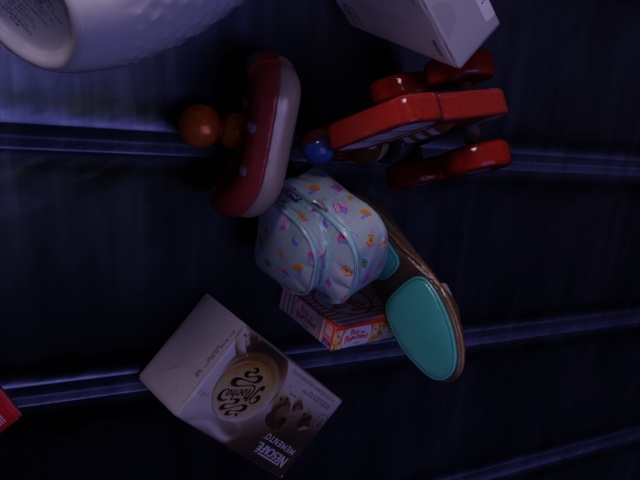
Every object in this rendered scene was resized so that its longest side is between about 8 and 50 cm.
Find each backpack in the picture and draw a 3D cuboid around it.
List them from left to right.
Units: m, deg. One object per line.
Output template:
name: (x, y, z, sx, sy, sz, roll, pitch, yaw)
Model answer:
backpack: (0.000, 0.000, 1.415, 0.144, 0.188, 0.166, -37, 150, -42)

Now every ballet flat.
ballet flat: (0.136, 0.063, 1.536, 0.116, 0.342, 0.124, -43, 167, 28)

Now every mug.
mug: (-0.218, -0.361, 0.943, 0.374, 0.276, 0.328, 52, 56, -18)

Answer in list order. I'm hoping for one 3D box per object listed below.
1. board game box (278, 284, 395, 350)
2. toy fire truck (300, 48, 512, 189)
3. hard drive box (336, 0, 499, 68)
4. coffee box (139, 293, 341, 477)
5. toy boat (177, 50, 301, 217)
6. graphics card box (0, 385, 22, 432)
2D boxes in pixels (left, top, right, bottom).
board game box: (0.052, 0.112, 1.586, 0.193, 0.147, 0.045, -8, 121, -38)
toy fire truck: (0.110, -0.163, 1.384, 0.254, 0.302, 0.169, -9, 88, -37)
hard drive box: (0.102, -0.348, 1.289, 0.089, 0.232, 0.181, -48, 137, -7)
coffee box: (-0.119, 0.237, 1.531, 0.168, 0.119, 0.297, -51, 136, -6)
toy boat: (-0.119, -0.146, 1.312, 0.151, 0.151, 0.231, 8, 112, -11)
graphics card box: (-0.580, 0.243, 1.154, 0.371, 0.094, 0.233, -40, 134, -17)
